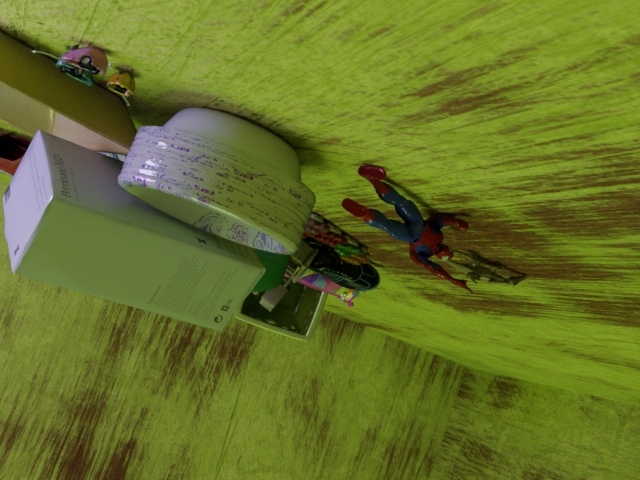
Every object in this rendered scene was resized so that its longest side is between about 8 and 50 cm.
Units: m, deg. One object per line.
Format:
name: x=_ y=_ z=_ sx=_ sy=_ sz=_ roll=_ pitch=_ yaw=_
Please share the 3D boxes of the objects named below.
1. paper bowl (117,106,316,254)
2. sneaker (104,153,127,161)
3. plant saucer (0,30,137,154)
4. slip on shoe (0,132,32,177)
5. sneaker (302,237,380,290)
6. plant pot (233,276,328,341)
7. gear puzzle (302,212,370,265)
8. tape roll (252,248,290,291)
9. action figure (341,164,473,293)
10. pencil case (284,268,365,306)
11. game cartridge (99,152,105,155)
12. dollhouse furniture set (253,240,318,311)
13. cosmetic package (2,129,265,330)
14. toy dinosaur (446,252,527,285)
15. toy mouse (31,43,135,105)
paper bowl: x=-0.143 y=-0.095 z=1.326 sx=0.284 sy=0.148 sz=0.284 roll=20 pitch=172 yaw=3
sneaker: x=-0.265 y=-0.104 z=1.697 sx=0.296 sy=0.112 sz=0.131 roll=21 pitch=167 yaw=-22
plant saucer: x=-0.477 y=-0.243 z=1.409 sx=0.332 sy=0.081 sz=0.332 roll=10 pitch=167 yaw=47
slip on shoe: x=-0.797 y=-0.228 z=2.236 sx=0.331 sy=0.123 sz=0.101 roll=21 pitch=141 yaw=31
sneaker: x=0.036 y=0.060 z=2.122 sx=0.232 sy=0.081 sz=0.090 roll=22 pitch=179 yaw=-1
plant pot: x=-0.102 y=0.137 z=2.496 sx=0.228 sy=0.227 sz=0.207 roll=20 pitch=178 yaw=-3
gear puzzle: x=0.000 y=0.000 z=1.945 sx=0.175 sy=0.044 sz=0.339 roll=15 pitch=170 yaw=34
tape roll: x=-0.219 y=0.000 z=1.839 sx=0.321 sy=0.077 sz=0.321 roll=17 pitch=-162 yaw=-6
action figure: x=0.160 y=-0.010 z=1.334 sx=0.139 sy=0.091 sz=0.280 roll=25 pitch=176 yaw=35
pencil case: x=0.006 y=0.086 z=2.305 sx=0.236 sy=0.104 sz=0.104 roll=26 pitch=170 yaw=-31
game cartridge: x=-0.426 y=-0.146 z=2.009 sx=0.294 sy=0.060 sz=0.196 roll=17 pitch=167 yaw=23
dollhouse furniture set: x=-0.128 y=0.036 z=2.008 sx=0.182 sy=0.161 sz=0.101 roll=38 pitch=148 yaw=3
cosmetic package: x=-0.310 y=-0.010 z=1.477 sx=0.385 sy=0.156 sz=0.217 roll=21 pitch=-156 yaw=-37
toy dinosaur: x=0.279 y=0.056 z=1.616 sx=0.183 sy=0.053 sz=0.092 roll=18 pitch=173 yaw=12
toy mouse: x=-0.317 y=-0.240 z=1.213 sx=0.143 sy=0.031 sz=0.161 roll=22 pitch=171 yaw=-13
